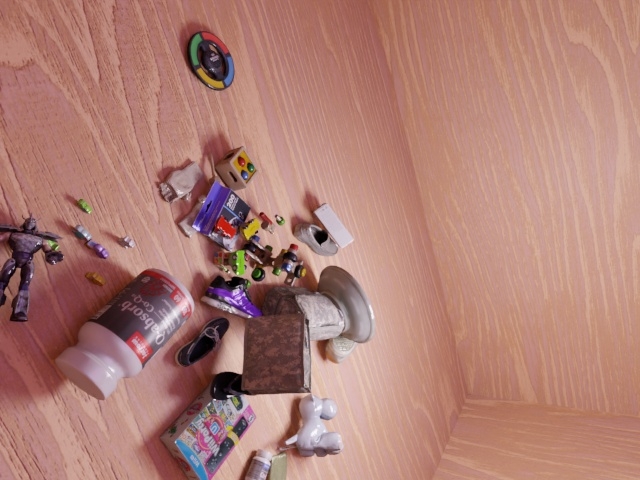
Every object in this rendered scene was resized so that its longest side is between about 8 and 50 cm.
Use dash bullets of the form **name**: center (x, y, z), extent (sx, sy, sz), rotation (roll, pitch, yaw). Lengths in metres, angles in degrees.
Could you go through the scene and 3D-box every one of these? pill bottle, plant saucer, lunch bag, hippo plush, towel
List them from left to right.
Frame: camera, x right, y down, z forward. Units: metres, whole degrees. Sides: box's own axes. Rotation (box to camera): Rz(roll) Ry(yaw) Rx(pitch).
- **pill bottle**: center (-0.566, 0.269, 1.294), extent (0.363, 0.210, 0.210), rotation (-54, 127, -42)
- **pill bottle**: center (-0.247, 0.913, 1.742), extent (0.078, 0.078, 0.137), rotation (51, 48, -36)
- **towel**: center (-0.185, 0.985, 1.858), extent (0.110, 0.027, 0.148), rotation (12, 76, -51)
- **lunch bag**: center (-0.157, 0.410, 1.612), extent (0.169, 0.235, 0.287), rotation (70, 17, -62)
- **lunch bag**: center (-0.071, 0.331, 1.870), extent (0.305, 0.256, 0.212), rotation (11, 100, -53)
- **hippo plush**: center (-0.037, 0.831, 1.977), extent (0.294, 0.234, 0.236), rotation (10, 51, -13)
- **plant saucer**: center (0.089, 0.317, 2.048), extent (0.100, 0.400, 0.400), rotation (-25, 107, -29)

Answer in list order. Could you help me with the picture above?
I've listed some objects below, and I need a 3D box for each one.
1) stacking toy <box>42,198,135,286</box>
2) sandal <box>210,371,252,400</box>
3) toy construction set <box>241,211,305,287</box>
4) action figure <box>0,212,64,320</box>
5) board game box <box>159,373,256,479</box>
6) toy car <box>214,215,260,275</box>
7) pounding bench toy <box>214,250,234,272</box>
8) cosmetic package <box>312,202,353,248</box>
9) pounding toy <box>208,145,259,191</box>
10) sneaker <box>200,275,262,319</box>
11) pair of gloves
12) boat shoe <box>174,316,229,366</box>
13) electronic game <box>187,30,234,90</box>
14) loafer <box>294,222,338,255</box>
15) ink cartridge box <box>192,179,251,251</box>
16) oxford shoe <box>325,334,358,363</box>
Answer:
- **stacking toy**: center (-0.685, 0.005, 1.304), extent (0.221, 0.052, 0.167), rotation (54, 46, -33)
- **sandal**: center (-0.298, 0.524, 1.589), extent (0.254, 0.054, 0.097), rotation (20, 65, -56)
- **toy construction set**: center (-0.185, 0.058, 1.870), extent (0.237, 0.257, 0.309), rotation (52, 29, -59)
- **action figure**: center (-0.773, 0.062, 1.126), extent (0.185, 0.099, 0.285), rotation (12, 71, -26)
- **board game box**: center (-0.390, 0.671, 1.571), extent (0.303, 0.097, 0.224), rotation (-46, 120, -46)
- **toy car**: center (-0.325, 0.022, 1.682), extent (0.239, 0.053, 0.225), rotation (-2, 92, -58)
- **pounding bench toy**: center (-0.378, 0.085, 1.702), extent (0.065, 0.052, 0.083), rotation (9, 79, -52)
- **cosmetic package**: center (0.062, -0.076, 2.193), extent (0.231, 0.085, 0.117), rotation (54, -1, -7)
- **pounding toy**: center (-0.355, -0.286, 1.729), extent (0.181, 0.094, 0.206), rotation (59, 36, -30)
- **sneaker**: center (-0.315, 0.220, 1.704), extent (0.293, 0.102, 0.146), rotation (35, 71, -46)
- **pair of gloves**: center (-0.473, -0.156, 1.618), extent (0.204, 0.042, 0.240), rotation (-47, 121, -46)
- **boat shoe**: center (-0.413, 0.365, 1.593), extent (0.254, 0.079, 0.095), rotation (-34, 112, -50)
- **electronic game**: center (-0.432, -0.715, 1.743), extent (0.229, 0.048, 0.229), rotation (10, 78, -52)
- **loafer**: center (0.000, 0.000, 2.168), extent (0.319, 0.111, 0.112), rotation (29, 61, -48)
- **ink cartridge box**: center (-0.374, -0.092, 1.686), extent (0.208, 0.045, 0.206), rotation (45, 61, -53)
- **oxford shoe**: center (0.148, 0.501, 2.300), extent (0.449, 0.169, 0.130), rotation (-31, 154, -58)
